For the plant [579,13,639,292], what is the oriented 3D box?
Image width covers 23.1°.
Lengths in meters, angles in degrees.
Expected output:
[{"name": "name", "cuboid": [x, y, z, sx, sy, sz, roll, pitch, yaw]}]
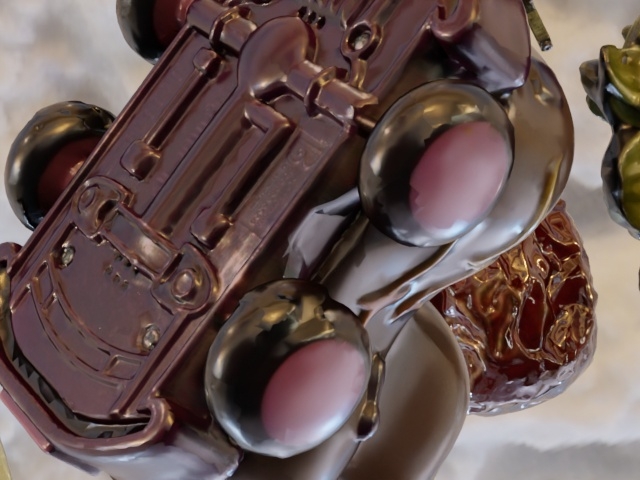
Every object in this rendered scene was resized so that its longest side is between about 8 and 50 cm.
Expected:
[{"name": "plant", "cuboid": [0.268, -0.052, 0.885, 0.261, 0.297, 0.306, -35, 128, -30]}]

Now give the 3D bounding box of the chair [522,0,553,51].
[{"name": "chair", "cuboid": [0.144, -0.312, 1.741, 0.136, 0.270, 0.147, -24, 136, 9]}]

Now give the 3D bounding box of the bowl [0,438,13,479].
[{"name": "bowl", "cuboid": [-0.311, 0.211, 1.182, 0.145, 0.277, 0.277, -19, 125, -8]}]

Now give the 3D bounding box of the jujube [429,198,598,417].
[{"name": "jujube", "cuboid": [0.172, 0.019, 1.834, 0.276, 0.377, 0.276, -10, 164, -3]}]

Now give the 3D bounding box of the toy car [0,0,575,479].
[{"name": "toy car", "cuboid": [0.000, 0.000, 0.826, 0.340, 0.271, 0.240, -53, 134, 2]}]
